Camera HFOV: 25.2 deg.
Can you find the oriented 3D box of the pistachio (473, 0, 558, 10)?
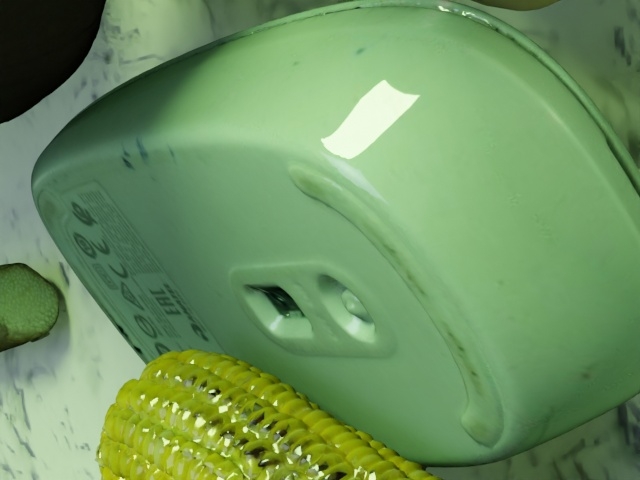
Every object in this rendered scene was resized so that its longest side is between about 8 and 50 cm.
[{"bbox_3d":[0.027,-0.211,0.374,0.226,0.207,0.332,105,151,-58],"label":"pistachio"}]

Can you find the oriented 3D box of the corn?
[{"bbox_3d":[0.007,0.096,0.447,0.203,0.072,0.072,27,117,38],"label":"corn"}]

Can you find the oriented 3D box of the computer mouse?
[{"bbox_3d":[0.004,-0.004,0.501,0.159,0.097,0.288,53,154,-17],"label":"computer mouse"}]

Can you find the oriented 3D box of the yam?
[{"bbox_3d":[-0.237,0.054,0.850,0.274,0.061,0.061,-18,82,50],"label":"yam"}]

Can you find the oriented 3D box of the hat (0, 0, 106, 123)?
[{"bbox_3d":[-0.121,-0.185,0.436,0.238,0.209,0.336,45,158,42],"label":"hat"}]
